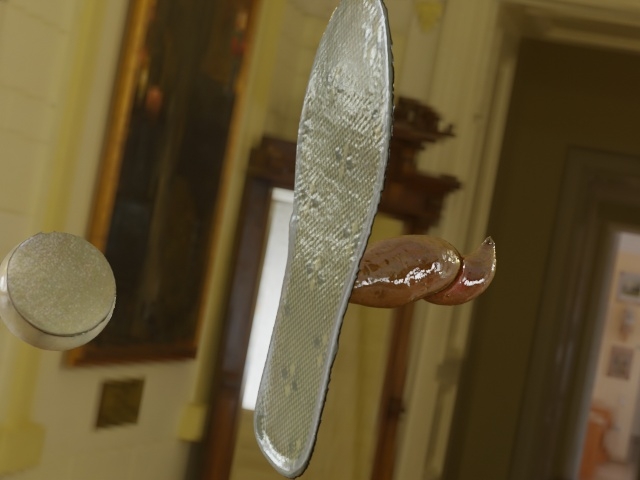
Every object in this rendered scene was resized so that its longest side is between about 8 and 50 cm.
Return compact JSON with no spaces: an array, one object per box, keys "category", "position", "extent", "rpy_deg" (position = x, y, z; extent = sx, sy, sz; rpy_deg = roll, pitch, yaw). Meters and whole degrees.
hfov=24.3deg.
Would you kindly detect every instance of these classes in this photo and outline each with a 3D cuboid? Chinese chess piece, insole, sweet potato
[{"category":"Chinese chess piece","position":[-0.267,0.052,1.500],"extent":[0.122,0.122,0.051],"rpy_deg":[11,-28,-21]},{"category":"insole","position":[0.000,0.000,0.925],"extent":[0.007,0.322,0.109],"rpy_deg":[1,22,-30]},{"category":"sweet potato","position":[0.071,0.023,1.101],"extent":[0.058,0.055,0.202],"rpy_deg":[3,2,40]}]
